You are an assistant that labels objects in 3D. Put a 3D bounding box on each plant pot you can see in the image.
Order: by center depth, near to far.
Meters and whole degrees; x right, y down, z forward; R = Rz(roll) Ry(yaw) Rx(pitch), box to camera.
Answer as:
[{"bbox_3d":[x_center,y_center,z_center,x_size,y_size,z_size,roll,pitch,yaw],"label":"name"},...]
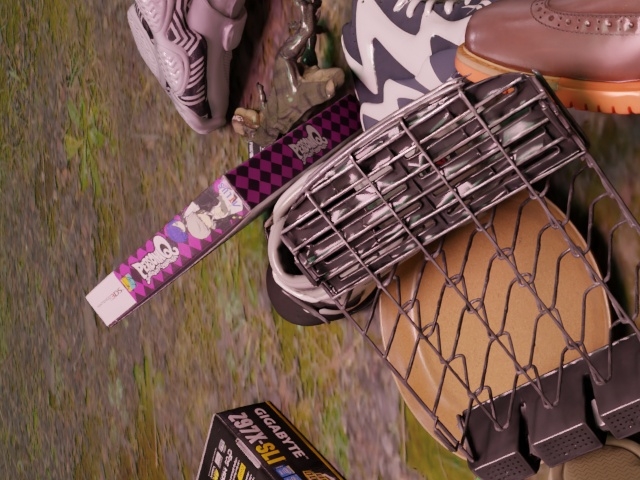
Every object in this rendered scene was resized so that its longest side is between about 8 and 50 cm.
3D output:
[{"bbox_3d":[0.139,0.064,0.719,0.236,0.032,0.236,7,99,51],"label":"plant pot"}]

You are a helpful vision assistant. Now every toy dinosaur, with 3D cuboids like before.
[{"bbox_3d":[-0.020,-0.160,0.828,0.268,0.064,0.118,169,108,-71],"label":"toy dinosaur"}]

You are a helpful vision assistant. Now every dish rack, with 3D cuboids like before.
[{"bbox_3d":[0.116,0.028,0.555,0.208,0.074,0.271,-32,109,25],"label":"dish rack"}]

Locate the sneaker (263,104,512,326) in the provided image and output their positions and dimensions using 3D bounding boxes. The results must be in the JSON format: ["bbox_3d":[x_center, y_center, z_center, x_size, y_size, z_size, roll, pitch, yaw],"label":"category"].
[{"bbox_3d":[0.000,0.000,0.721,0.122,0.146,0.330,58,146,10],"label":"sneaker"}]

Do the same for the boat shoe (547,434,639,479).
[{"bbox_3d":[0.194,0.271,0.538,0.302,0.113,0.103,-79,-15,-47],"label":"boat shoe"}]

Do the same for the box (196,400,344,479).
[{"bbox_3d":[-0.053,0.377,0.945,0.257,0.079,0.322,35,119,41],"label":"box"}]

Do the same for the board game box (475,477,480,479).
[{"bbox_3d":[0.130,0.319,0.750,0.124,0.039,0.259,48,130,36],"label":"board game box"}]

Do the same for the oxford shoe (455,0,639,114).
[{"bbox_3d":[0.235,-0.147,0.480,0.363,0.130,0.133,2,114,37],"label":"oxford shoe"}]

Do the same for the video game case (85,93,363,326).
[{"bbox_3d":[-0.078,-0.031,0.805,0.210,0.232,0.042,-37,94,37],"label":"video game case"}]

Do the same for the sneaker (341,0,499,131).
[{"bbox_3d":[0.091,-0.184,0.704,0.153,0.094,0.235,64,146,12],"label":"sneaker"}]

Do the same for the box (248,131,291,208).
[{"bbox_3d":[-0.050,-0.075,0.946,0.067,0.018,0.083,3,95,50],"label":"box"}]

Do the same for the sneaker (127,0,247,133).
[{"bbox_3d":[-0.093,-0.271,0.898,0.137,0.210,0.366,54,165,33],"label":"sneaker"}]
